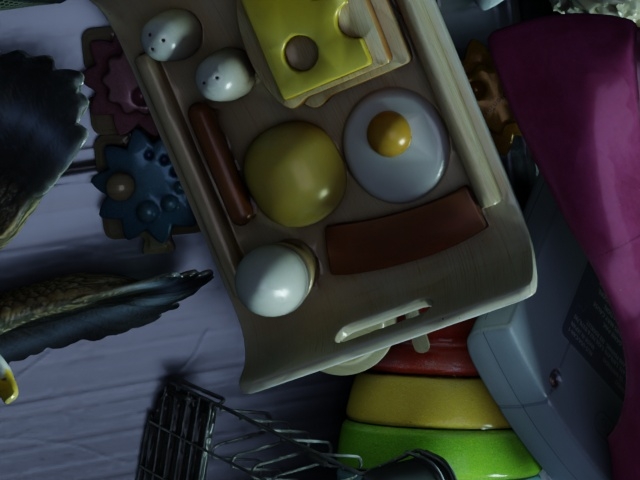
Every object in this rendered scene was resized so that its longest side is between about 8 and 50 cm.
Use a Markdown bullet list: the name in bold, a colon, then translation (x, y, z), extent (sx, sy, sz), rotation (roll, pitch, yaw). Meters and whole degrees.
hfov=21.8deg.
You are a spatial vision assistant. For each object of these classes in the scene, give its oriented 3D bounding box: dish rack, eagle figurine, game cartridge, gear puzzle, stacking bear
- **dish rack**: translation (-0.035, 0.220, 1.196), extent (0.074, 0.271, 0.208), rotation (2, 102, -45)
- **eagle figurine**: translation (-0.249, 0.044, 1.142), extent (0.225, 0.226, 0.298), rotation (39, 70, 12)
- **game cartridge**: translation (0.225, 0.102, 1.232), extent (0.294, 0.060, 0.196), rotation (47, 50, -28)
- **gear puzzle**: translation (-0.003, -0.081, 1.201), extent (0.339, 0.044, 0.175), rotation (-4, 101, 3)
- **stacking bear**: translation (0.093, 0.128, 1.236), extent (0.164, 0.175, 0.289), rotation (3, 87, -48)

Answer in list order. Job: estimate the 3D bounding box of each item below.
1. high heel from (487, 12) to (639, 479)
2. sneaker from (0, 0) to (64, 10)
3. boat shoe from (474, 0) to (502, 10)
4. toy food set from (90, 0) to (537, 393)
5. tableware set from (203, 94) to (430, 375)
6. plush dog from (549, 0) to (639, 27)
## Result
- **high heel**: translation (0.190, 0.036, 1.144), extent (0.181, 0.127, 0.377), rotation (7, 95, 14)
- **sneaker**: translation (-0.281, -0.147, 1.153), extent (0.227, 0.087, 0.130), rotation (-3, 102, -7)
- **boat shoe**: translation (0.155, -0.260, 1.228), extent (0.083, 0.065, 0.183), rotation (42, 85, -12)
- **toy food set**: translation (-0.013, -0.072, 1.100), extent (0.220, 0.092, 0.306), rotation (-21, 96, 19)
- **tableware set**: translation (0.000, 0.000, 1.182), extent (0.128, 0.039, 0.194), rotation (-13, 98, 18)
- **plush dog**: translation (0.280, -0.113, 1.238), extent (0.262, 0.210, 0.225), rotation (27, 111, 12)
